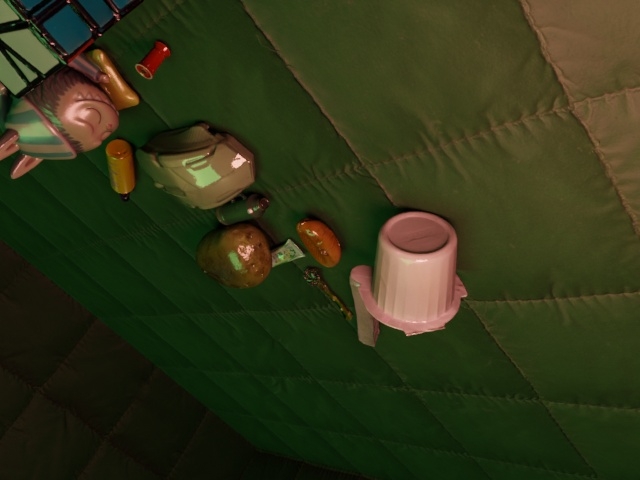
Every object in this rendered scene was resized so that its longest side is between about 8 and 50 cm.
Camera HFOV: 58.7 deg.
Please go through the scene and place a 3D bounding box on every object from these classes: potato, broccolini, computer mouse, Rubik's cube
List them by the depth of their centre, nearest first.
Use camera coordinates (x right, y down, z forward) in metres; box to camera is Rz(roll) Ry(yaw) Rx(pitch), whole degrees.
[{"bbox_3d":[-0.596,-0.516,1.187,0.293,0.283,0.288,-7,131,40],"label":"Rubik's cube"},{"bbox_3d":[-0.362,-0.186,1.576,0.428,0.145,0.228,1,140,39],"label":"computer mouse"},{"bbox_3d":[-0.274,0.047,1.789,0.307,0.173,0.210,-1,130,46],"label":"potato"},{"bbox_3d":[0.024,0.182,1.845,0.254,0.057,0.071,54,-176,-27],"label":"broccolini"}]

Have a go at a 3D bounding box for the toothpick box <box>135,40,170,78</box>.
[{"bbox_3d":[-0.390,-0.422,1.329,0.047,0.083,0.047,25,157,11],"label":"toothpick box"}]

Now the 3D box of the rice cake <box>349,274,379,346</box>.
[{"bbox_3d":[0.144,0.218,1.787,0.072,0.056,0.365,11,143,20],"label":"rice cake"}]

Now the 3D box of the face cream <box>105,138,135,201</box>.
[{"bbox_3d":[-0.636,-0.210,1.826,0.078,0.078,0.273,29,148,3],"label":"face cream"}]

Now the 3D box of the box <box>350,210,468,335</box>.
[{"bbox_3d":[0.209,0.047,1.374,0.291,0.262,0.206,25,136,27],"label":"box"}]

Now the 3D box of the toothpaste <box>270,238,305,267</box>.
[{"bbox_3d":[-0.156,0.059,1.835,0.075,0.048,0.296,48,141,-15],"label":"toothpaste"}]

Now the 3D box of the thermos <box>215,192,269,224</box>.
[{"bbox_3d":[-0.221,-0.097,1.652,0.187,0.073,0.083,-9,97,44],"label":"thermos"}]

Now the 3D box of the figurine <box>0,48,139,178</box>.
[{"bbox_3d":[-0.715,-0.348,1.429,0.266,0.378,0.361,-12,130,47],"label":"figurine"}]

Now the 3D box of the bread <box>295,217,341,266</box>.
[{"bbox_3d":[0.000,0.000,1.595,0.114,0.077,0.189,27,155,46],"label":"bread"}]
